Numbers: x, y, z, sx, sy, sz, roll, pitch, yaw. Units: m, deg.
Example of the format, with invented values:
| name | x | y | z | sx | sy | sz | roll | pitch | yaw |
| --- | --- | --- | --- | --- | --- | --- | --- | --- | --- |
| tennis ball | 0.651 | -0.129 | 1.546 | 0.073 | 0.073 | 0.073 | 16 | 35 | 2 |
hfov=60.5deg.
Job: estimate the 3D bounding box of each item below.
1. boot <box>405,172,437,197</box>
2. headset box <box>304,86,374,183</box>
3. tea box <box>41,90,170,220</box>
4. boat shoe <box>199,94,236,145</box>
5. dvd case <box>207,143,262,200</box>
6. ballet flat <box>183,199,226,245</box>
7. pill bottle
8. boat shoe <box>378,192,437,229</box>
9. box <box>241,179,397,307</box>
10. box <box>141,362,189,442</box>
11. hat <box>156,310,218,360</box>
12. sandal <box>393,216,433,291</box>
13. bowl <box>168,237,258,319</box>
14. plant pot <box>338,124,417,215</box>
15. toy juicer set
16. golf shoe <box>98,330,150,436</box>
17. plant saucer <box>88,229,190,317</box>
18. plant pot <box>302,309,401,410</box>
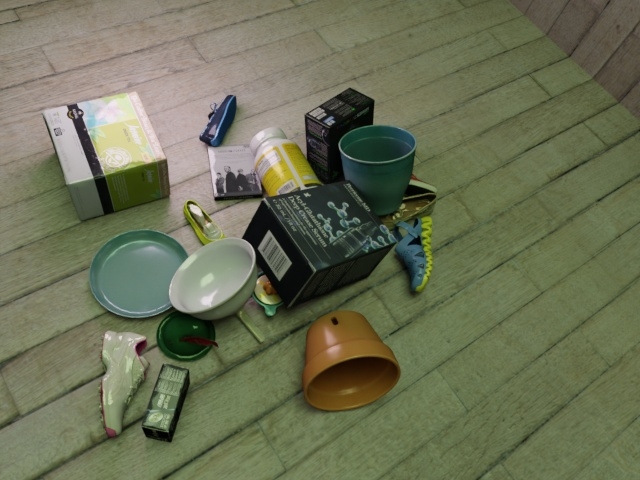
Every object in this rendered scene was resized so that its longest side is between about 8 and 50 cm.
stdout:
| name | x | y | z | sx | sy | sz | roll | pitch | yaw |
| --- | --- | --- | --- | --- | --- | --- | --- | --- | --- |
| boot | 0.352 | -0.264 | 2.176 | 0.244 | 0.088 | 0.176 | 16 | 56 | 2 |
| headset box | 0.073 | -0.388 | 2.083 | 0.246 | 0.283 | 0.131 | -36 | 56 | -29 |
| tea box | -0.725 | -0.294 | 1.885 | 0.323 | 0.220 | 0.329 | -20 | 66 | -22 |
| boat shoe | -0.399 | -0.480 | 2.130 | 0.089 | 0.109 | 0.258 | 10 | 50 | 11 |
| dvd case | -0.323 | -0.260 | 2.062 | 0.179 | 0.030 | 0.239 | -5 | 61 | -15 |
| ballet flat | -0.399 | -0.052 | 1.895 | 0.077 | 0.077 | 0.231 | -33 | 72 | -27 |
| pill bottle | -0.127 | -0.243 | 2.001 | 0.187 | 0.188 | 0.334 | -20 | 66 | -22 |
| boat shoe | 0.311 | -0.120 | 2.078 | 0.285 | 0.089 | 0.105 | -20 | 66 | -22 |
| box | 0.000 | 0.000 | 1.807 | 0.395 | 0.212 | 0.293 | -17 | 63 | -43 |
| box | -0.432 | 0.458 | 1.547 | 0.077 | 0.147 | 0.180 | 15 | 59 | -4 |
| hat | -0.393 | 0.256 | 1.652 | 0.208 | 0.183 | 0.173 | 12 | 58 | -5 |
| sandal | 0.329 | 0.044 | 1.977 | 0.138 | 0.126 | 0.317 | 8 | 50 | -3 |
| bowl | -0.309 | 0.143 | 1.712 | 0.297 | 0.134 | 0.298 | -17 | 40 | 15 |
| plant pot | 0.210 | -0.241 | 1.982 | 0.271 | 0.255 | 0.272 | -4 | 38 | 3 |
| toy juicer set | -0.198 | 0.146 | 1.815 | 0.209 | 0.089 | 0.329 | 28 | 59 | 5 |
| golf shoe | -0.563 | 0.401 | 1.577 | 0.140 | 0.115 | 0.306 | -1 | 61 | -16 |
| plant saucer | -0.580 | 0.110 | 1.783 | 0.317 | 0.044 | 0.318 | 6 | 59 | -10 |
| plant pot | 0.072 | 0.350 | 1.659 | 0.290 | 0.291 | 0.203 | -5 | 45 | -15 |
